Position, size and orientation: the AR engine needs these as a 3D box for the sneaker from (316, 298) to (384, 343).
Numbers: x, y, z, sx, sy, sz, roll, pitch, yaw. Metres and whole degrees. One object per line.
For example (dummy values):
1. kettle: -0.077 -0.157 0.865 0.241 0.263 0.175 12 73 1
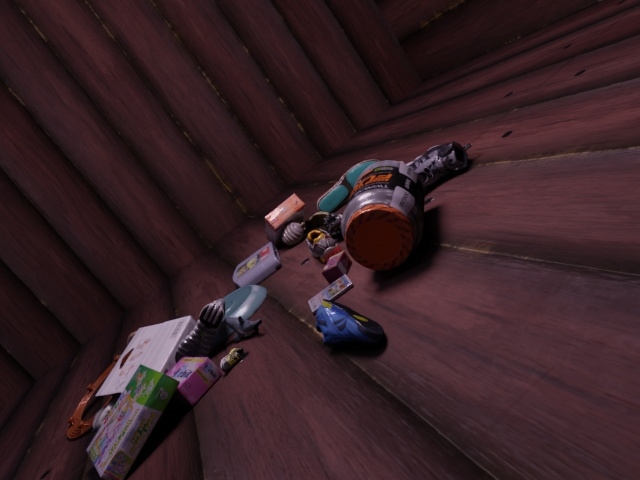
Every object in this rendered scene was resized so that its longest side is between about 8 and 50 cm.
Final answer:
1. sneaker: 0.052 0.180 1.000 0.209 0.069 0.082 17 86 62

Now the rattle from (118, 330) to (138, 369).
1. rattle: -0.657 0.408 1.882 0.142 0.130 0.200 -37 -17 -53

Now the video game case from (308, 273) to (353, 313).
1. video game case: 0.025 0.135 1.279 0.122 0.011 0.087 -36 14 0

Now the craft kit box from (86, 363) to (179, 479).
1. craft kit box: -0.465 0.437 1.238 0.246 0.061 0.250 -10 47 55

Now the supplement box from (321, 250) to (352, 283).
1. supplement box: 0.045 0.072 1.366 0.054 0.043 0.083 -27 16 31

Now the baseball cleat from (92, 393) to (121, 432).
1. baseball cleat: -0.615 0.487 1.524 0.109 0.072 0.206 -26 17 34

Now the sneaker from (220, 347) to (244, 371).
1. sneaker: -0.225 0.302 1.288 0.035 0.031 0.083 -26 17 33

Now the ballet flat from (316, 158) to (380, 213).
1. ballet flat: 0.113 -0.223 2.032 0.315 0.108 0.106 -34 7 4

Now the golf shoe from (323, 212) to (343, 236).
1. golf shoe: 0.062 -0.050 1.693 0.093 0.077 0.198 -6 -1 -8

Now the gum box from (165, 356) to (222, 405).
1. gum box: -0.350 0.364 1.315 0.188 0.062 0.107 -18 24 52

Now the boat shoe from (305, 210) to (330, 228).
1. boat shoe: -0.004 -0.087 1.965 0.048 0.056 0.153 -50 12 -31

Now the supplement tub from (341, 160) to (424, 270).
1. supplement tub: 0.158 -0.066 1.242 0.193 0.194 0.316 -30 16 23

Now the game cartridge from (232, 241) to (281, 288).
1. game cartridge: -0.246 0.102 1.933 0.196 0.060 0.294 -40 14 1

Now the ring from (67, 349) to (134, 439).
1. ring: -0.735 0.506 1.696 0.336 0.032 0.337 -36 23 18

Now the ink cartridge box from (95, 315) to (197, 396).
1. ink cartridge box: -0.521 0.367 1.539 0.238 0.060 0.275 -17 32 28

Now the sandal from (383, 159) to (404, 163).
1. sandal: 0.223 -0.243 1.887 0.102 0.076 0.265 -16 24 53

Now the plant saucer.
1. plant saucer: -0.314 0.244 1.657 0.317 0.044 0.318 -33 14 9

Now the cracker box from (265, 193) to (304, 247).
1. cracker box: -0.143 -0.074 2.031 0.155 0.067 0.232 -40 -13 -16

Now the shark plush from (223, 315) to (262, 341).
1. shark plush: -0.214 0.237 1.393 0.073 0.067 0.161 -42 16 -25

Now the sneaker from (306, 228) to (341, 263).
1. sneaker: 0.000 0.000 1.599 0.088 0.093 0.225 -39 13 -8

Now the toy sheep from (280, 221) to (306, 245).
1. toy sheep: -0.104 -0.030 1.951 0.132 0.091 0.091 -49 6 31

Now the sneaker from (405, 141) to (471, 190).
1. sneaker: 0.331 -0.211 1.481 0.268 0.101 0.153 -40 12 -25

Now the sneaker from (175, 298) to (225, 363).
1. sneaker: -0.339 0.269 1.493 0.229 0.086 0.132 -56 4 12
